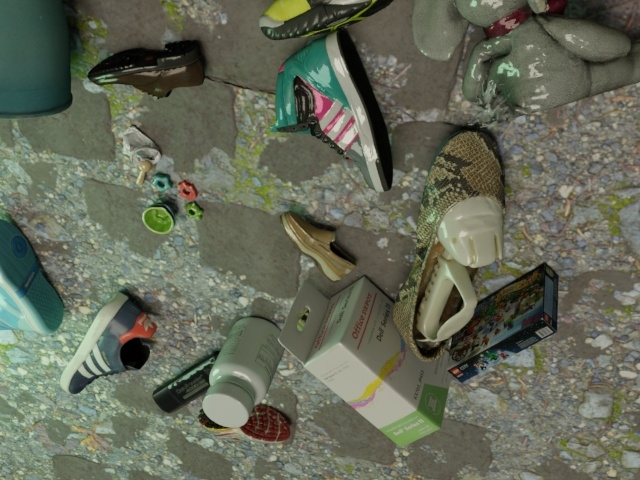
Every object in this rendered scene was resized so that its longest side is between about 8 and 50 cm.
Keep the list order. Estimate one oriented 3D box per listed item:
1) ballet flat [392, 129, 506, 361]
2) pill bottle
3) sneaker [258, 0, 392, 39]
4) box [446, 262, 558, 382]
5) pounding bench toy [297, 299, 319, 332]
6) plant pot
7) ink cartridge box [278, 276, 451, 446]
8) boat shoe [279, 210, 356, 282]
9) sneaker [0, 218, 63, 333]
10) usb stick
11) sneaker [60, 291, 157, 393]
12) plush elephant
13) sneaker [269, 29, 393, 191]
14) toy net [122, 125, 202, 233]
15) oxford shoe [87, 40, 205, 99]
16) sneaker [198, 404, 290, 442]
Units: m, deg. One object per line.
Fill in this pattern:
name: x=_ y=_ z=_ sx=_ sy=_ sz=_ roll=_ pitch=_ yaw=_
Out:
ballet flat: x=0.248 y=0.040 z=1.543 sx=0.164 sy=0.182 sz=0.482 roll=-1 pitch=131 yaw=-16
pill bottle: x=-0.168 y=0.286 z=1.836 sx=0.131 sy=0.229 sz=0.131 roll=9 pitch=129 yaw=12
sneaker: x=0.060 y=-0.427 z=1.298 sx=0.385 sy=0.145 sz=0.147 roll=-22 pitch=96 yaw=28
box: x=0.348 y=0.158 z=1.619 sx=0.044 sy=0.159 sz=0.233 roll=40 pitch=127 yaw=-17
pounding bench toy: x=-0.029 y=0.161 z=1.810 sx=0.052 sy=0.065 sz=0.083 roll=46 pitch=157 yaw=-19
plant pot: x=-0.558 y=-0.374 z=1.449 sx=0.272 sy=0.271 sz=0.255 roll=15 pitch=115 yaw=7
ink cartridge box: x=0.101 y=0.223 z=1.716 sx=0.353 sy=0.207 sz=0.119 roll=41 pitch=129 yaw=-16
boat shoe: x=0.000 y=0.000 z=1.678 sx=0.072 sy=0.068 sz=0.190 roll=-33 pitch=122 yaw=21
sneaker: x=-0.750 y=0.094 z=1.944 sx=0.208 sy=0.127 sz=0.319 roll=-5 pitch=124 yaw=20
usb stick: x=-0.307 y=0.344 z=2.046 sx=0.278 sy=0.045 sz=0.077 roll=-35 pitch=103 yaw=35
sneaker: x=-0.495 y=0.279 z=1.999 sx=0.148 sy=0.131 sz=0.350 roll=34 pitch=129 yaw=-4
plush elephant: x=0.288 y=-0.314 z=1.224 sx=0.272 sy=0.330 sz=0.255 roll=-8 pitch=100 yaw=43
sneaker: x=0.006 y=-0.201 z=1.472 sx=0.179 sy=0.124 sz=0.295 roll=-13 pitch=116 yaw=21
toy net: x=-0.326 y=-0.121 z=1.693 sx=0.122 sy=0.045 sz=0.232 roll=-6 pitch=124 yaw=22
oxford shoe: x=-0.316 y=-0.294 z=1.535 sx=0.227 sy=0.082 sz=0.096 roll=0 pitch=130 yaw=19
sneaker: x=-0.182 y=0.451 z=2.077 sx=0.225 sy=0.088 sz=0.092 roll=10 pitch=149 yaw=10
